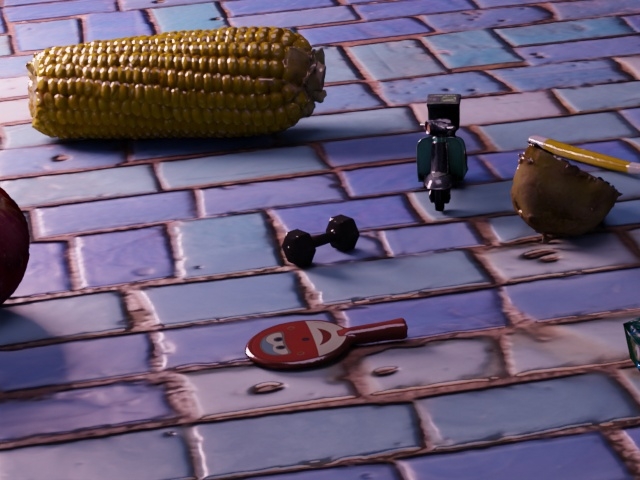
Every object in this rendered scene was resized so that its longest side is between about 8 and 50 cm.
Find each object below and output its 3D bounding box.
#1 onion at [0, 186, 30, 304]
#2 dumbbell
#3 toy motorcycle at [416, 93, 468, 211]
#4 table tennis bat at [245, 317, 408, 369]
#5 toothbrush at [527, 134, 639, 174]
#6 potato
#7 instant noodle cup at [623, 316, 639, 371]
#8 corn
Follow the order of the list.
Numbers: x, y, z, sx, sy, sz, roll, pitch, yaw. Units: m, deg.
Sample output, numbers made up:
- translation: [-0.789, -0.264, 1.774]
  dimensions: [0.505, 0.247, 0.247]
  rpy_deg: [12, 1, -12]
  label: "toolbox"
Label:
- translation: [-0.378, 0.005, 1.995]
  dimensions: [0.177, 0.153, 0.177]
  rpy_deg: [13, 16, -4]
  label: "onion"
- translation: [0.000, 0.000, 2.093]
  dimensions: [0.083, 0.036, 0.040]
  rpy_deg: [-19, 26, -34]
  label: "dumbbell"
- translation: [0.136, -0.101, 2.246]
  dimensions: [0.058, 0.100, 0.173]
  rpy_deg: [-1, 20, 7]
  label: "toy motorcycle"
- translation: [0.005, 0.094, 1.879]
  dimensions: [0.155, 0.019, 0.098]
  rpy_deg: [-9, 21, -5]
  label: "table tennis bat"
- translation: [0.341, -0.085, 2.287]
  dimensions: [0.021, 0.024, 0.288]
  rpy_deg: [-16, 22, -35]
  label: "toothbrush"
- translation: [0.257, -0.034, 2.115]
  dimensions: [0.100, 0.089, 0.172]
  rpy_deg: [28, -1, 20]
  label: "potato"
- translation: [0.339, 0.155, 1.441]
  dimensions: [0.240, 0.178, 0.240]
  rpy_deg: [-3, 21, 1]
  label: "instant noodle cup"
- translation: [-0.184, -0.191, 2.485]
  dimensions: [0.387, 0.144, 0.144]
  rpy_deg: [-4, 21, 6]
  label: "corn"
